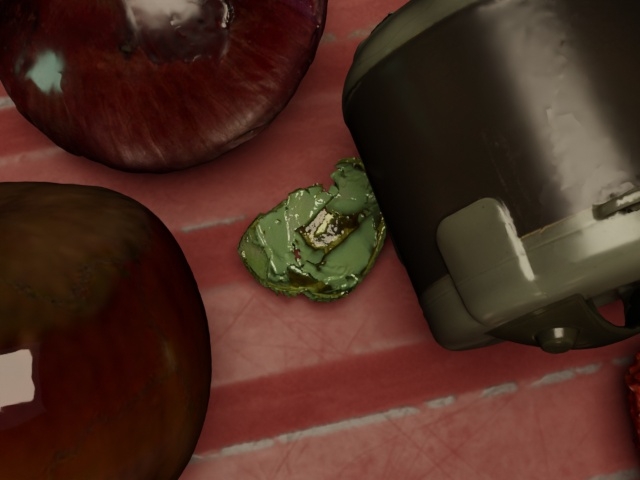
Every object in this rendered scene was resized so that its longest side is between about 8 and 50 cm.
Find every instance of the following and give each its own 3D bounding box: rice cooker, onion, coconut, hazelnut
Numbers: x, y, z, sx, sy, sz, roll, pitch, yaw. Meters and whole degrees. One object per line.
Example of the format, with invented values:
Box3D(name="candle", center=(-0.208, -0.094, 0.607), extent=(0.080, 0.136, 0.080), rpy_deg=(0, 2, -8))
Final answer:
Box3D(name="rice cooker", center=(0.206, -0.063, 0.926), extent=(0.335, 0.335, 0.325), rpy_deg=(-21, 78, -7))
Box3D(name="onion", center=(-0.169, -0.243, 0.963), extent=(0.347, 0.285, 0.348), rpy_deg=(-2, 78, 8))
Box3D(name="coconut", center=(-0.002, 0.000, 1.026), extent=(0.158, 0.055, 0.133), rpy_deg=(-22, 80, -6))
Box3D(name="hazelnut", center=(-0.295, 0.114, 0.846), extent=(0.409, 0.359, 0.359), rpy_deg=(-4, 77, 5))

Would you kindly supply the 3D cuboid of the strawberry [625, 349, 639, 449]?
Box3D(name="strawberry", center=(0.373, 0.178, 0.980), extent=(0.188, 0.106, 0.286), rpy_deg=(2, 90, -3))
